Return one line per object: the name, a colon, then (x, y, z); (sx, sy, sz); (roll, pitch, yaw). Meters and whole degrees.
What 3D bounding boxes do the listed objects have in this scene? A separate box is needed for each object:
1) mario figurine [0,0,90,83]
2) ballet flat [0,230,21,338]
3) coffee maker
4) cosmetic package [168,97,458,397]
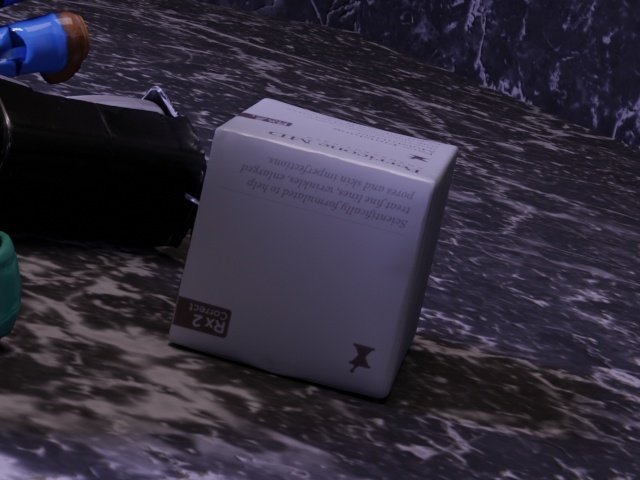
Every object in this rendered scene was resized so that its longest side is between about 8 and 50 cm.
mario figurine: (-0.365, -0.159, 1.580); (0.321, 0.170, 0.198); (-18, 61, -28)
ballet flat: (-0.289, 0.006, 1.114); (0.247, 0.087, 0.083); (8, 15, -27)
coffee maker: (-0.184, -0.057, 1.468); (0.178, 0.120, 0.171); (5, 15, -37)
cosmetic package: (0.000, 0.000, 1.328); (0.151, 0.151, 0.183); (14, 12, 5)
